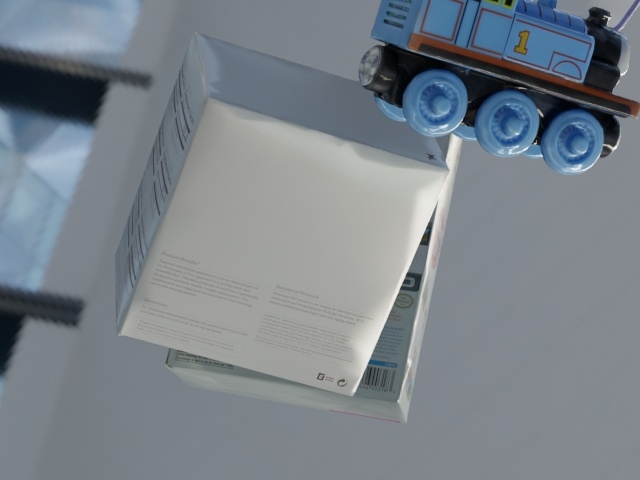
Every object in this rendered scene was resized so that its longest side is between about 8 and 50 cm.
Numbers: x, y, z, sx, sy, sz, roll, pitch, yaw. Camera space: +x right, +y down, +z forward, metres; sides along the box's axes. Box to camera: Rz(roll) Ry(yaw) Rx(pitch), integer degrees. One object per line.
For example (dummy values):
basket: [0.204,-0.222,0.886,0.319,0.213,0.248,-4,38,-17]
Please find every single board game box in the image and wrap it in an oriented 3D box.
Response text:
board game box: [0.000,0.000,1.638,0.097,0.224,0.303,60,41,-70]

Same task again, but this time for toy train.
toy train: [0.114,-0.108,1.085,0.080,0.184,0.105,-141,-114,-66]

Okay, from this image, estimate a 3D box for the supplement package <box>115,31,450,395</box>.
supplement package: [-0.036,-0.021,1.343,0.149,0.194,0.203,-106,-145,-63]

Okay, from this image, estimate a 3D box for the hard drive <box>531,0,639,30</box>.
hard drive: [0.291,-0.279,1.951,0.210,0.040,0.318,-53,-168,-18]
